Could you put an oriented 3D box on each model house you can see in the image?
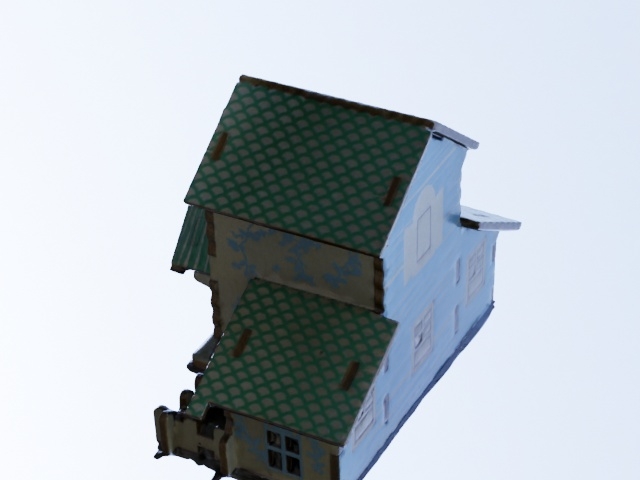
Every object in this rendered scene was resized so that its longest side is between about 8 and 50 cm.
[{"bbox_3d":[0.000,0.000,1.132,0.178,0.271,0.206,19,-50,25],"label":"model house"}]
